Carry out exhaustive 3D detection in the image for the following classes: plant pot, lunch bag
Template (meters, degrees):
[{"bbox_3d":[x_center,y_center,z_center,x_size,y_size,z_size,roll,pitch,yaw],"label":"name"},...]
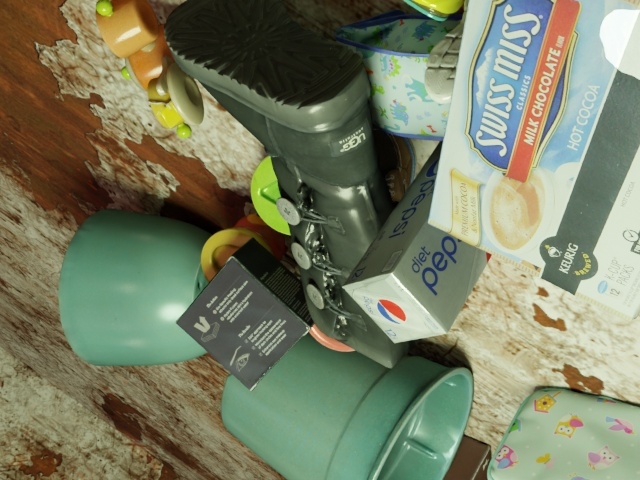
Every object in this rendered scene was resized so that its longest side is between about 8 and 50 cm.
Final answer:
[{"bbox_3d":[0.033,0.297,1.534,0.334,0.341,0.341,26,147,30],"label":"plant pot"},{"bbox_3d":[0.393,0.343,1.313,0.279,0.224,0.108,8,138,38],"label":"lunch bag"},{"bbox_3d":[-0.285,0.091,1.623,0.235,0.293,0.293,3,137,21],"label":"plant pot"},{"bbox_3d":[0.099,-0.190,1.038,0.151,0.096,0.129,6,138,27],"label":"lunch bag"}]

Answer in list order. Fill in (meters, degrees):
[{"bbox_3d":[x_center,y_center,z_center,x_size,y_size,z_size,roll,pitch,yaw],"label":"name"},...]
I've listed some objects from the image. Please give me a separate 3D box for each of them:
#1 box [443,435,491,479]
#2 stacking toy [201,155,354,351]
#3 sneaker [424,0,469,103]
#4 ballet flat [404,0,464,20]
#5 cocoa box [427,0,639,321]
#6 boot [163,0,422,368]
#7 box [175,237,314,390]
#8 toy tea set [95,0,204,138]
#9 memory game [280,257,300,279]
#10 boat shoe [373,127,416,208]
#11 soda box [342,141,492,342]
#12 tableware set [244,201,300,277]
[{"bbox_3d":[0.201,0.459,1.706,0.203,0.167,0.169,18,143,29],"label":"box"},{"bbox_3d":[0.000,0.000,1.401,0.308,0.130,0.280,29,116,7],"label":"stacking toy"},{"bbox_3d":[0.159,-0.193,0.924,0.061,0.158,0.065,20,156,27],"label":"sneaker"},{"bbox_3d":[0.056,-0.317,0.952,0.231,0.077,0.077,29,127,8],"label":"ballet flat"},{"bbox_3d":[0.259,-0.145,0.805,0.227,0.231,0.347,26,146,17],"label":"cocoa box"},{"bbox_3d":[-0.025,-0.079,1.182,0.367,0.146,0.445,46,164,44],"label":"boot"},{"bbox_3d":[-0.104,0.110,1.354,0.158,0.093,0.156,42,117,-1],"label":"box"},{"bbox_3d":[-0.265,-0.289,1.158,0.124,0.200,0.336,-18,124,18],"label":"toy tea set"},{"bbox_3d":[-0.020,0.091,1.580,0.186,0.012,0.186,23,151,14],"label":"memory game"},{"bbox_3d":[0.092,-0.076,1.201,0.066,0.066,0.183,4,128,28],"label":"boat shoe"},{"bbox_3d":[0.147,-0.022,1.024,0.098,0.286,0.091,47,146,-16],"label":"soda box"},{"bbox_3d":[-0.084,0.008,1.547,0.141,0.020,0.169,34,148,4],"label":"tableware set"}]
